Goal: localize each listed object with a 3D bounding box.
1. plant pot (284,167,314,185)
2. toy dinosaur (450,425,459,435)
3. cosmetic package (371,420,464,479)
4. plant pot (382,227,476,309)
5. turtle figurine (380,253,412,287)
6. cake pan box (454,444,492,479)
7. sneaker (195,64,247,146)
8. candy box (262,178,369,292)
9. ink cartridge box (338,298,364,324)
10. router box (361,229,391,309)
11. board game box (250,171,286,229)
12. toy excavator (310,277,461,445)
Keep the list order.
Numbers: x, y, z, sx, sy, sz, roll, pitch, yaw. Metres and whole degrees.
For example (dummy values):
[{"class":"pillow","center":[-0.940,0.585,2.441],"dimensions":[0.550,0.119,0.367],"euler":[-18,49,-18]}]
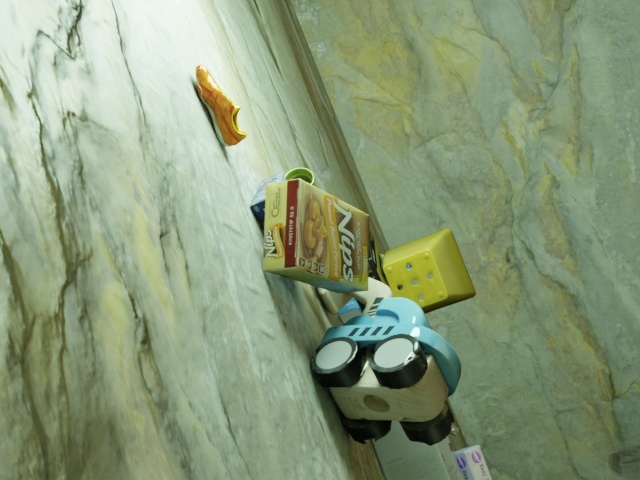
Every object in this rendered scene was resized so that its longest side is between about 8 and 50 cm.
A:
[{"class":"plant pot","center":[-0.052,-0.138,2.016],"dimensions":[0.079,0.083,0.083],"euler":[75,0,-54]},{"class":"toy dinosaur","center":[0.256,0.506,2.154],"dimensions":[0.200,0.127,0.296],"euler":[34,1,-9]},{"class":"cosmetic package","center":[0.222,0.484,1.884],"dimensions":[0.217,0.156,0.385],"euler":[19,51,-74]},{"class":"plant pot","center":[0.285,0.104,2.115],"dimensions":[0.187,0.212,0.212],"euler":[-13,82,-68]},{"class":"turtle figurine","center":[0.179,0.128,2.561],"dimensions":[0.198,0.274,0.266],"euler":[41,-2,-18]},{"class":"cake pan box","center":[0.364,0.687,2.008],"dimensions":[0.070,0.246,0.266],"euler":[-9,75,-40]},{"class":"sneaker","center":[-0.201,-0.280,1.541],"dimensions":[0.175,0.067,0.064],"euler":[64,12,-12]},{"class":"candy box","center":[-0.001,0.000,1.611],"dimensions":[0.316,0.088,0.183],"euler":[22,67,-57]},{"class":"ink cartridge box","center":[0.077,0.154,2.086],"dimensions":[0.104,0.060,0.180],"euler":[58,14,-46]},{"class":"router box","center":[0.148,0.112,2.138],"dimensions":[0.309,0.081,0.243],"euler":[-89,155,-70]},{"class":"board game box","center":[-0.087,-0.060,1.692],"dimensions":[0.194,0.060,0.194],"euler":[-94,160,-57]},{"class":"toy excavator","center":[0.131,0.211,1.699],"dimensions":[0.222,0.433,0.445],"euler":[62,40,-28]}]
